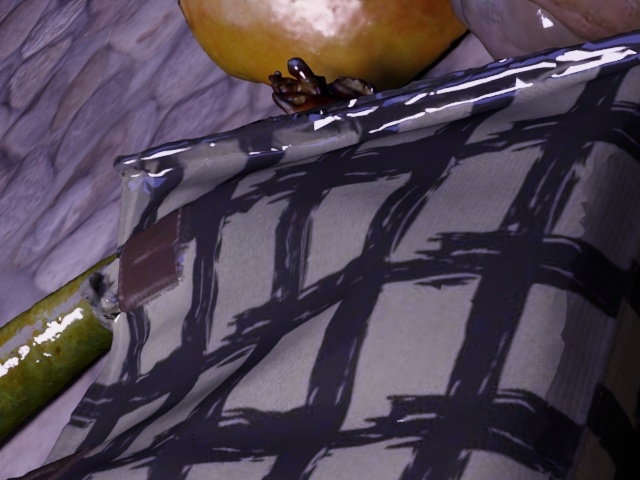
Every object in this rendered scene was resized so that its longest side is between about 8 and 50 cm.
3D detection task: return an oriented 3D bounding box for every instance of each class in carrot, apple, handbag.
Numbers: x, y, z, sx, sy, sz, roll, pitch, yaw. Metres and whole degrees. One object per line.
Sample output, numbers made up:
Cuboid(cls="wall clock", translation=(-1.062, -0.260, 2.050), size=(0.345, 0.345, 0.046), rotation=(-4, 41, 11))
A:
Cuboid(cls="carrot", translation=(-0.237, 0.113, 1.272), size=(0.358, 0.074, 0.074), rotation=(-39, 28, 14))
Cuboid(cls="apple", translation=(0.046, -0.249, 1.263), size=(0.179, 0.254, 0.346), rotation=(93, -157, -63))
Cuboid(cls="handbag", translation=(0.008, 0.073, 0.774), size=(0.327, 0.162, 0.325), rotation=(-6, 40, 33))

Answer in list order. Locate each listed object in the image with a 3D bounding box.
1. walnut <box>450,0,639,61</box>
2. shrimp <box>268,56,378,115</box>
Cuboid(cls="walnut", translation=(0.151, -0.170, 0.914), size=(0.224, 0.224, 0.224), rotation=(-36, 29, 24))
Cuboid(cls="shrimp", translation=(0.006, 0.004, 1.060), size=(0.178, 0.075, 0.289), rotation=(-49, 39, 5))
